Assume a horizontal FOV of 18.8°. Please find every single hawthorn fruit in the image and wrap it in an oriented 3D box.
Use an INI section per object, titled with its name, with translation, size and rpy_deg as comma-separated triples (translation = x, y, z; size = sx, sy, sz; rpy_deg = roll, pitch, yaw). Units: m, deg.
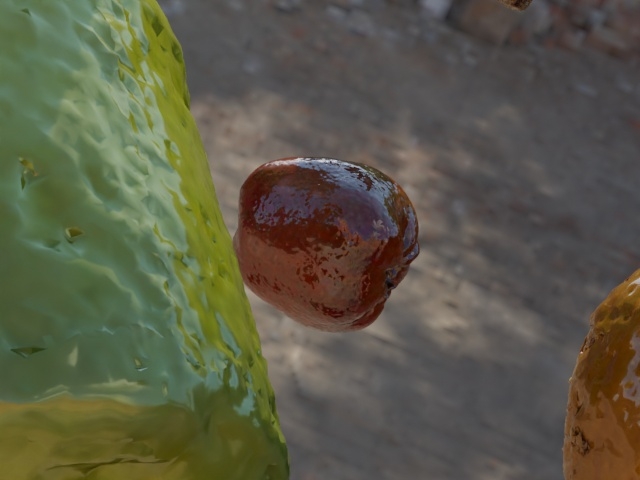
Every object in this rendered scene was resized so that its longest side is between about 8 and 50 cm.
[hawthorn fruit]
translation = 0.000, 0.000, 1.454
size = 0.138, 0.133, 0.133
rpy_deg = 26, 20, 13

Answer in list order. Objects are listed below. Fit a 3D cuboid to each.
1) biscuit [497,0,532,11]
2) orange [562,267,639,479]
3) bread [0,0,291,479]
[biscuit]
translation = 0.101, -0.252, 1.615
size = 0.199, 0.034, 0.064
rpy_deg = 39, -3, 36
[orange]
translation = 0.348, 0.159, 1.475
size = 0.293, 0.340, 0.340
rpy_deg = -3, 8, 26
[bread]
translation = -0.192, 0.052, 0.880
size = 0.348, 0.348, 0.308
rpy_deg = 5, 51, -40
